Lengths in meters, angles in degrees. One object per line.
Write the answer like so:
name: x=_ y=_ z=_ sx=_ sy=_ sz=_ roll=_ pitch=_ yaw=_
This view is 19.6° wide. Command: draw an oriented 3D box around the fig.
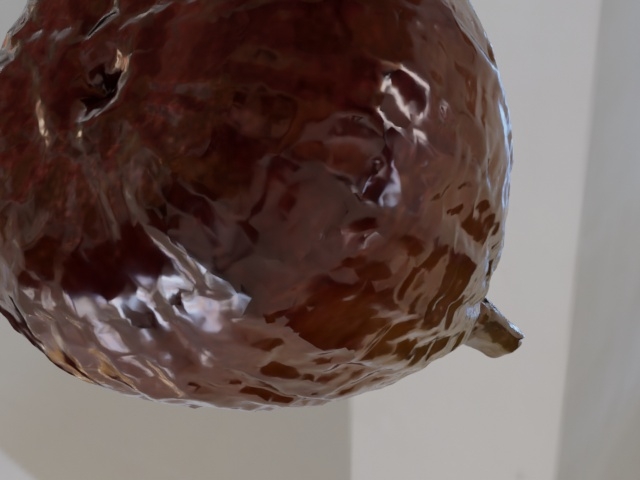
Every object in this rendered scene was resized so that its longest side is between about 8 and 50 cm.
fig: x=-0.013 y=0.000 z=0.399 sx=0.119 sy=0.153 sz=0.119 roll=-8 pitch=-136 yaw=8
